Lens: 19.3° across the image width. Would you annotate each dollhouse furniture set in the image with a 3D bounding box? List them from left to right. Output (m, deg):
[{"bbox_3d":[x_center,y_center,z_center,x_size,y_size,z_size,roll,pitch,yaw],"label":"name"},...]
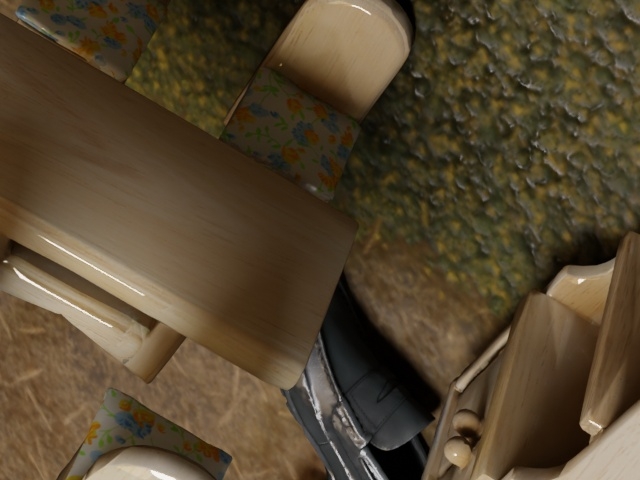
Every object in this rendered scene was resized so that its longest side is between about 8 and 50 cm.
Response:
[{"bbox_3d":[0.000,0.000,0.923,0.394,0.362,0.256,30,135,-9],"label":"dollhouse furniture set"}]

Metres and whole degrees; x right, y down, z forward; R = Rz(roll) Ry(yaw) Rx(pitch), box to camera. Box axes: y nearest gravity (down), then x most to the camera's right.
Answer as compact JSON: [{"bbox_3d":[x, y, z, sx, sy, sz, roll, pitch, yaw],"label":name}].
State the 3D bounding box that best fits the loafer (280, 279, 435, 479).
[{"bbox_3d":[0.032,0.109,1.136,0.078,0.076,0.223,-16,97,29],"label":"loafer"}]
